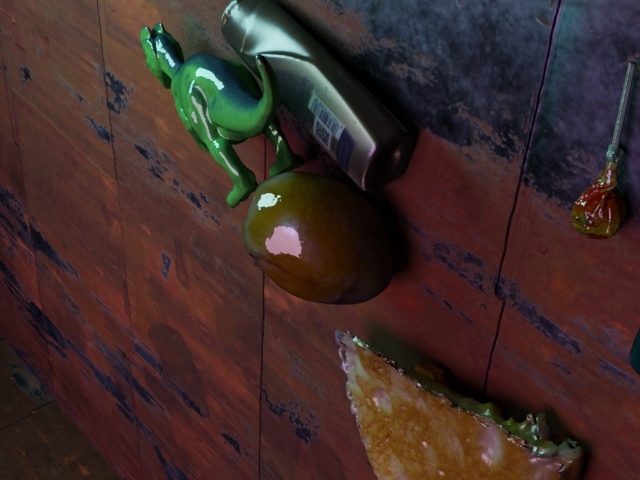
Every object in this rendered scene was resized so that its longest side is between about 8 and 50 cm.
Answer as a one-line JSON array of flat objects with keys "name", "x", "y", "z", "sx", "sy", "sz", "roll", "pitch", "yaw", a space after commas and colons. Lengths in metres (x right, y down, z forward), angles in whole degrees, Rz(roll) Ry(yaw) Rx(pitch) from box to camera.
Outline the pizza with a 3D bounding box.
[{"name": "pizza", "x": 0.192, "y": 0.354, "z": 1.449, "sx": 0.435, "sy": 0.080, "sz": 0.391, "roll": 27, "pitch": 131, "yaw": 45}]

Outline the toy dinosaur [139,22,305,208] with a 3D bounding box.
[{"name": "toy dinosaur", "x": -0.153, "y": -0.256, "z": 1.389, "sx": 0.374, "sy": 0.144, "sz": 0.500, "roll": 56, "pitch": 163, "yaw": 15}]

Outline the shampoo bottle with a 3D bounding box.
[{"name": "shampoo bottle", "x": -0.015, "y": -0.217, "z": 1.355, "sx": 0.350, "sy": 0.084, "sz": 0.125, "roll": 48, "pitch": 153, "yaw": 26}]

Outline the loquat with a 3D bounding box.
[{"name": "loquat", "x": 0.000, "y": 0.000, "z": 1.380, "sx": 0.228, "sy": 0.179, "sz": 0.179, "roll": 27, "pitch": 141, "yaw": -1}]

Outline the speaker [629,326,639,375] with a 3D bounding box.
[{"name": "speaker", "x": 0.380, "y": 0.122, "z": 1.047, "sx": 0.094, "sy": 0.060, "sz": 0.075, "roll": 39, "pitch": 140, "yaw": 34}]

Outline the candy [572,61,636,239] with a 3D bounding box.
[{"name": "candy", "x": 0.306, "y": -0.091, "z": 1.031, "sx": 0.060, "sy": 0.061, "sz": 0.200, "roll": 32, "pitch": 128, "yaw": 40}]
